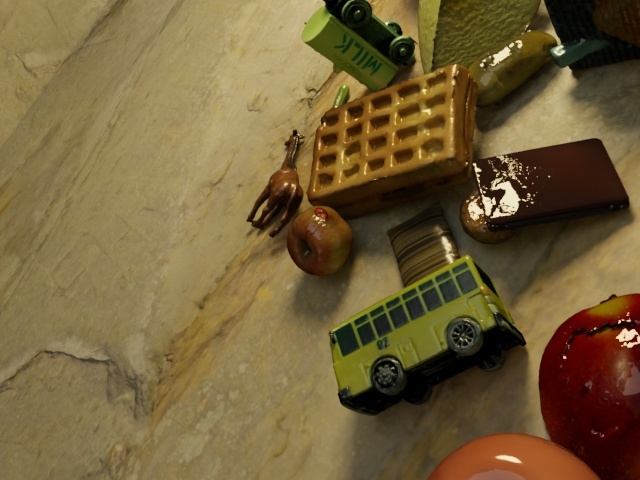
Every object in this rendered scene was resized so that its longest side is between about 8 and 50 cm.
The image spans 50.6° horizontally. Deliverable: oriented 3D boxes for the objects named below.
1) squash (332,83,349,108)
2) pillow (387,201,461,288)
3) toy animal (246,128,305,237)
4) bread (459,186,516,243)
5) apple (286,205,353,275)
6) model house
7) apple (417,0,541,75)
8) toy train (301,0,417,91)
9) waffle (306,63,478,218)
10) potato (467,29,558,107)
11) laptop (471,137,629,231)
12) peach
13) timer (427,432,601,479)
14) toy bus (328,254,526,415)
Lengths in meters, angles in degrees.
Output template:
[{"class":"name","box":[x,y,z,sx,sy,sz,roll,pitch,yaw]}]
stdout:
[{"class":"squash","box":[0.042,-0.306,1.497,0.027,0.027,0.089,6,67,41]},{"class":"pillow","box":[0.179,0.031,1.127,0.113,0.038,0.203,-30,44,20]},{"class":"toy animal","box":[-0.080,-0.127,1.436,0.229,0.066,0.224,-58,24,1]},{"class":"bread","box":[0.268,-0.037,1.092,0.082,0.060,0.113,-19,47,25]},{"class":"apple","box":[0.000,0.003,1.234,0.126,0.126,0.102,8,23,41]},{"class":"model house","box":[0.463,-0.388,1.054,0.241,0.261,0.226,-29,45,17]},{"class":"apple","box":[0.284,-0.485,1.302,0.254,0.179,0.346,15,106,43]},{"class":"toy train","box":[0.079,-0.408,1.394,0.157,0.253,0.105,-46,41,22]},{"class":"waffle","box":[0.129,-0.173,1.236,0.328,0.098,0.224,-14,60,38]},{"class":"potato","box":[0.340,-0.318,1.231,0.188,0.085,0.105,-30,50,9]},{"class":"laptop","box":[0.348,-0.088,1.047,0.207,0.026,0.154,-10,46,8]},{"class":"peach","box":[0.361,0.182,0.851,0.189,0.068,0.279,-5,56,38]},{"class":"timer","box":[0.219,0.333,0.745,0.230,0.215,0.229,-16,51,20]},{"class":"toy bus","box":[0.145,0.144,0.991,0.262,0.128,0.150,-30,56,18]}]
